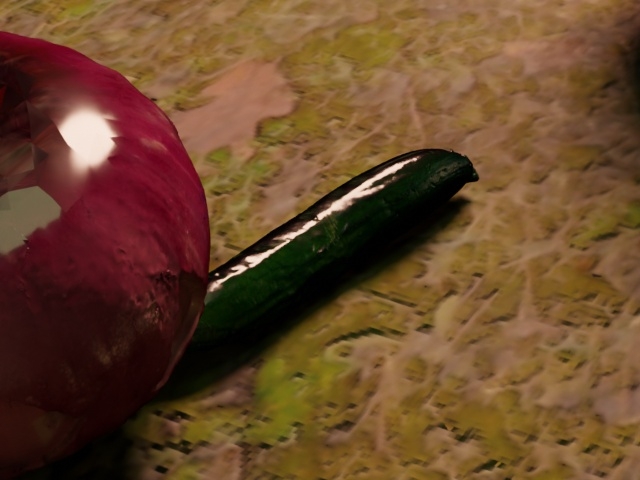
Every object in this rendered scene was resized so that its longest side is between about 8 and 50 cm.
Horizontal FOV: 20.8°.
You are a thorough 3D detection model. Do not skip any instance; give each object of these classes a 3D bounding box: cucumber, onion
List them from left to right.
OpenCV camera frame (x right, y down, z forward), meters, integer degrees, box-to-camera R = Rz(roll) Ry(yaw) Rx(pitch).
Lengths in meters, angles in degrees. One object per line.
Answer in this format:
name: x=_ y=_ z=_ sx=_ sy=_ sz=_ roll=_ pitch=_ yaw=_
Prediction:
onion: x=-0.126 y=0.001 z=0.620 sx=0.177 sy=0.153 sz=0.177 roll=4 pitch=21 yaw=-2
cucumber: x=0.000 y=0.000 z=0.719 sx=0.036 sy=0.033 sz=0.184 roll=5 pitch=30 yaw=45
